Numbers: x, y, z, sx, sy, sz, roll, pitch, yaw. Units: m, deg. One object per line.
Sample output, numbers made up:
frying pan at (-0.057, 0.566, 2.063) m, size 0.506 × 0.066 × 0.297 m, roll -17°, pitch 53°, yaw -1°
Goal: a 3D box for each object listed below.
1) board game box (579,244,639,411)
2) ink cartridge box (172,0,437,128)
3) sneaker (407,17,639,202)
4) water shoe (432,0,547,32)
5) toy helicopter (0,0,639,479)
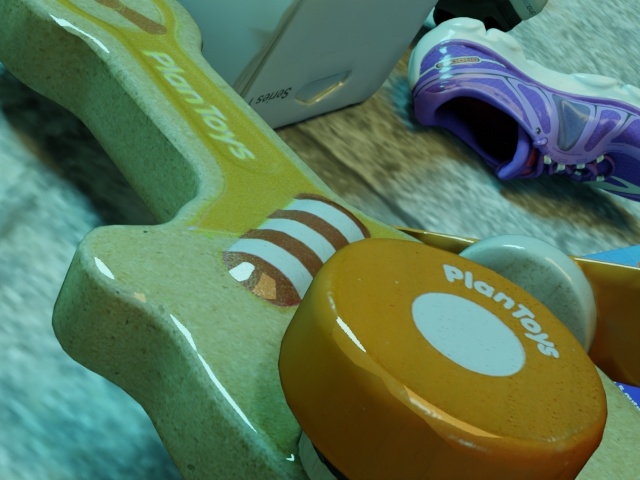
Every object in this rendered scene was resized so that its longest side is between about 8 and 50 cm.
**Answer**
board game box at (0.172, 0.075, 0.669) m, size 0.210 × 0.047 × 0.160 m, roll -9°, pitch 55°, yaw -51°
ink cartridge box at (-0.060, -0.162, 0.695) m, size 0.219 × 0.092 × 0.160 m, roll 45°, pitch 32°, yaw 12°
sneaker at (0.120, -0.051, 0.784) m, size 0.170 × 0.068 × 0.071 m, roll 21°, pitch 50°, yaw -12°
water shoe at (0.045, -0.171, 0.791) m, size 0.203 × 0.080 × 0.073 m, roll 40°, pitch 23°, yaw -36°
toy helicopter at (0.000, 0.000, 0.518) m, size 0.235 × 0.140 × 0.355 m, roll -3°, pitch 41°, yaw -43°
